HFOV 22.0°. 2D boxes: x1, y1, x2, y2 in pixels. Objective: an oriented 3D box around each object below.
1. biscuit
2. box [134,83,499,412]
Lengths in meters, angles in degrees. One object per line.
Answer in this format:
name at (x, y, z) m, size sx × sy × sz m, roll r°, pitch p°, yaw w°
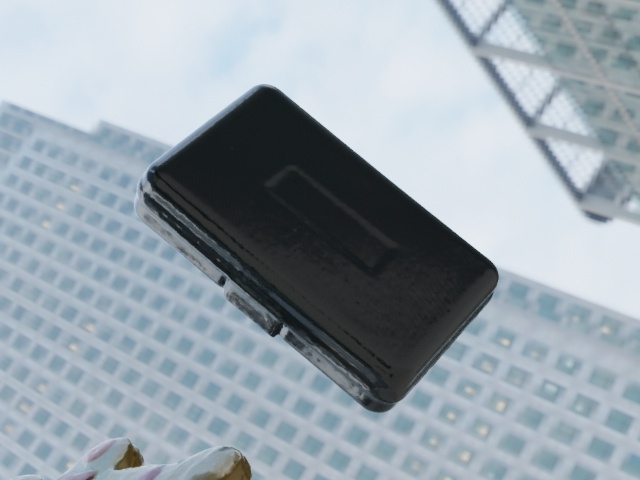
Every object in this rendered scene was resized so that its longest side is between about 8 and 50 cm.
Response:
biscuit at (-0.153, 0.174, 0.983) m, size 0.153 × 0.234 × 0.030 m, roll -45°, pitch -65°, yaw -34°
box at (0.000, 0.000, 1.134) m, size 0.160 × 0.230 × 0.050 m, roll -43°, pitch -11°, yaw -44°
